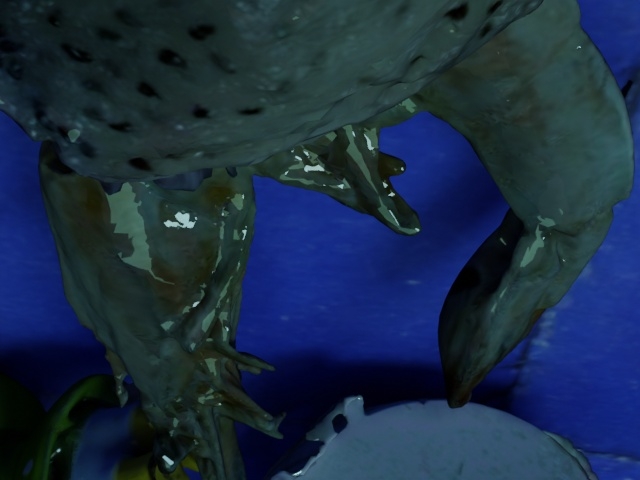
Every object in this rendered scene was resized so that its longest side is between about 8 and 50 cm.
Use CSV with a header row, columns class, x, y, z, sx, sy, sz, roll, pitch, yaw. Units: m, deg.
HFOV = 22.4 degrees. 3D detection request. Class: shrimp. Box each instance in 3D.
class,x,y,z,sx,sy,sz,roll,pitch,yaw
shrimp,0.000,0.000,0.700,0.247,0.085,0.360,9,130,-6

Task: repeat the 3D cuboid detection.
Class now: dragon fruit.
class,x,y,z,sx,sy,sz,roll,pitch,yaw
dragon fruit,-0.009,-0.153,0.404,0.204,0.221,0.283,-19,137,37

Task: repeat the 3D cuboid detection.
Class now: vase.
class,x,y,z,sx,sy,sz,roll,pitch,yaw
vase,0.024,0.265,0.986,0.250,0.250,0.445,10,149,-8

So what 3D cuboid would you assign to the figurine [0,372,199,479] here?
class,x,y,z,sx,sy,sz,roll,pitch,yaw
figurine,-0.175,0.139,0.874,0.263,0.162,0.143,-17,134,29
